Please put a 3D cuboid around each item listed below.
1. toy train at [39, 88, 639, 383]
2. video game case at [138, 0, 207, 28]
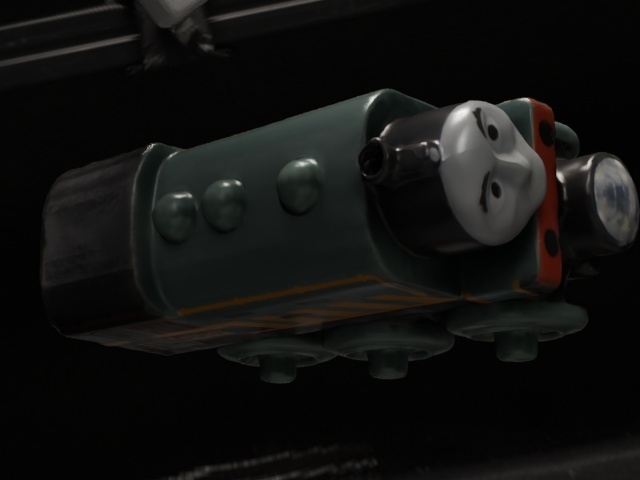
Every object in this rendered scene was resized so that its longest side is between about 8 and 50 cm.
[{"bbox_3d":[0.000,0.000,0.751,0.190,0.334,0.142,14,-108,-47],"label":"toy train"},{"bbox_3d":[-0.038,-0.206,0.495,0.201,0.023,0.183,-42,-79,-23],"label":"video game case"}]
